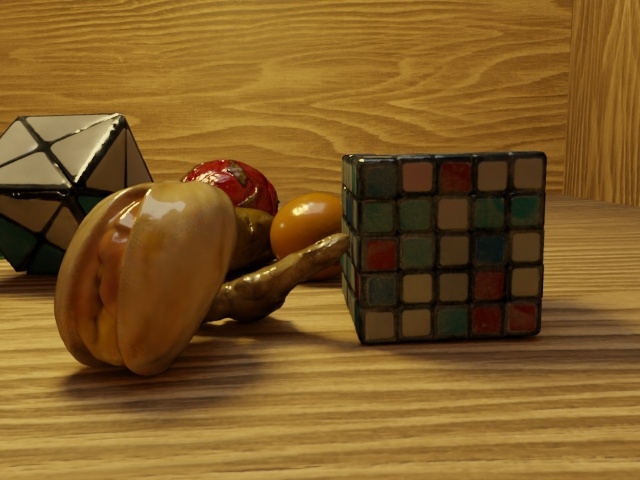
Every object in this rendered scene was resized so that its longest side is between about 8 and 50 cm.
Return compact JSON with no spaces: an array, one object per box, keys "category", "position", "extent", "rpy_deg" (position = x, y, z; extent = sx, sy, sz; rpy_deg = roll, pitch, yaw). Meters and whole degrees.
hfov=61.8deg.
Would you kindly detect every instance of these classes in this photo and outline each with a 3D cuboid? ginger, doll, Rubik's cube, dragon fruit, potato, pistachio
[{"category":"ginger","position":[-0.096,0.077,0.883],"extent":[0.334,0.081,0.148],"rpy_deg":[-28,-37,25]},{"category":"doll","position":[0.000,0.000,1.212],"extent":[0.213,0.213,0.236],"rpy_deg":[-5,21,-23]},{"category":"Rubik's cube","position":[-0.610,-0.105,1.312],"extent":[0.307,0.305,0.310],"rpy_deg":[2,45,9]},{"category":"dragon fruit","position":[-0.271,-0.094,1.516],"extent":[0.277,0.277,0.342],"rpy_deg":[6,-10,39]},{"category":"potato","position":[-0.203,0.006,1.288],"extent":[0.176,0.195,0.369],"rpy_deg":[31,15,27]},{"category":"Rubik's cube","position":[0.186,-0.008,0.918],"extent":[0.287,0.292,0.293],"rpy_deg":[-2,8,-3]},{"category":"pistachio","position":[-0.233,0.034,0.762],"extent":[0.230,0.309,0.230],"rpy_deg":[13,-27,7]}]

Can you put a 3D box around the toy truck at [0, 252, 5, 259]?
[{"category":"toy truck","position":[-0.933,-0.029,1.596],"extent":[0.279,0.156,0.155],"rpy_deg":[-3,10,-17]}]
